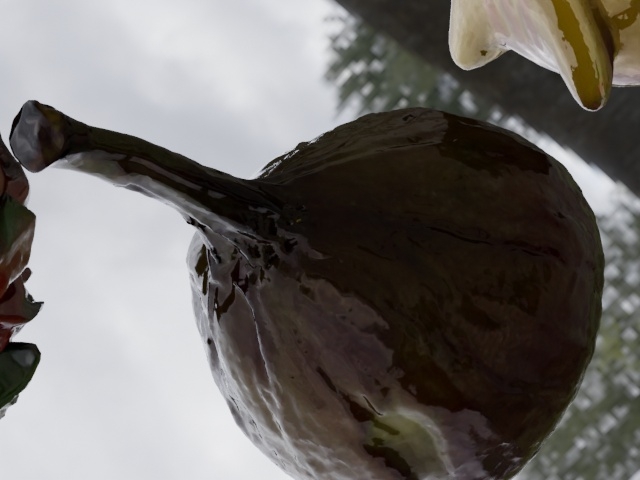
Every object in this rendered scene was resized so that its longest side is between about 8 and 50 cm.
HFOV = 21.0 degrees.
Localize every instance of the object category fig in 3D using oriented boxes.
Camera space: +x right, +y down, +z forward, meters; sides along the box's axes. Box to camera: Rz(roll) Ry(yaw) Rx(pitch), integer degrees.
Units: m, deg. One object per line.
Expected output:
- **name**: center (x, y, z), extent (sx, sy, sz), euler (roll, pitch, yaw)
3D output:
- **fig**: center (-0.008, 0.032, 0.719), extent (0.290, 0.190, 0.190), euler (-6, -130, -48)

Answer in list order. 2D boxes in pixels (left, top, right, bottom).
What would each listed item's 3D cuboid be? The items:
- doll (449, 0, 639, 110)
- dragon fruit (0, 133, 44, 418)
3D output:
- **doll**: center (0.185, -0.178, 0.809), extent (0.162, 0.269, 0.166), euler (66, 165, -13)
- **dragon fruit**: center (-0.226, -0.024, 0.767), extent (0.274, 0.193, 0.192), euler (61, -151, -8)
